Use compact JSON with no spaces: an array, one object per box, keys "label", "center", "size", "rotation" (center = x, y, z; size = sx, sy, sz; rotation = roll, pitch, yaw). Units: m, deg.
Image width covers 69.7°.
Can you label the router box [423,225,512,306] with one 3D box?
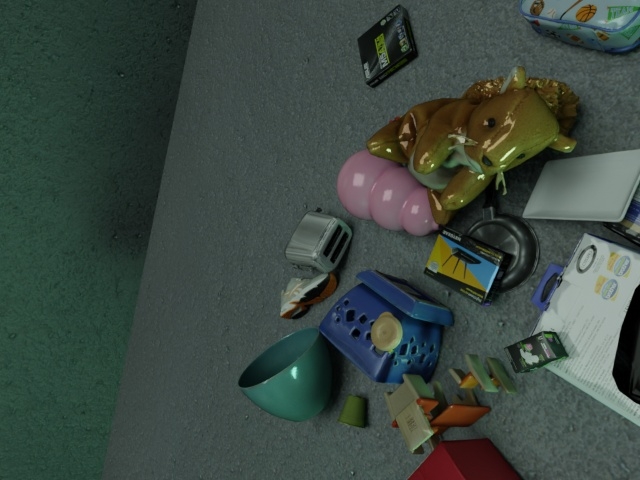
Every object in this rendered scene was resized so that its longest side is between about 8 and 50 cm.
[{"label":"router box","center":[0.348,0.059,1.102],"size":[0.179,0.046,0.133],"rotation":[32,108,46]}]

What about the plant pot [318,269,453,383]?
[{"label":"plant pot","center":[0.179,0.212,1.177],"size":[0.236,0.236,0.212],"rotation":[36,102,45]}]

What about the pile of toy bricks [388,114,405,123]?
[{"label":"pile of toy bricks","center":[0.283,-0.282,1.282],"size":[0.105,0.118,0.212],"rotation":[-28,46,2]}]

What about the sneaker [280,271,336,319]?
[{"label":"sneaker","center":[-0.056,0.157,1.532],"size":[0.262,0.099,0.121],"rotation":[-39,51,33]}]

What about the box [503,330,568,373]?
[{"label":"box","center":[0.399,0.207,0.852],"size":[0.083,0.062,0.052],"rotation":[-39,55,36]}]

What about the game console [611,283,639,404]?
[{"label":"game console","center":[0.623,0.181,0.638],"size":[0.361,0.044,0.213],"rotation":[15,94,47]}]

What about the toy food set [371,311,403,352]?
[{"label":"toy food set","center":[0.149,0.209,1.039],"size":[0.083,0.020,0.083],"rotation":[40,99,41]}]

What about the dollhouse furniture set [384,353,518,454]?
[{"label":"dollhouse furniture set","center":[0.274,0.384,1.015],"size":[0.262,0.259,0.135],"rotation":[-54,38,26]}]

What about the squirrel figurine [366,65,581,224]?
[{"label":"squirrel figurine","center":[0.365,-0.247,0.984],"size":[0.397,0.281,0.370],"rotation":[-40,6,-16]}]

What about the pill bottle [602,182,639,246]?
[{"label":"pill bottle","center":[0.639,-0.089,0.837],"size":[0.123,0.122,0.219],"rotation":[46,113,42]}]

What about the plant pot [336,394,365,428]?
[{"label":"plant pot","center":[0.096,0.486,1.316],"size":[0.083,0.083,0.079],"rotation":[-1,69,46]}]

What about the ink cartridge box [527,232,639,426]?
[{"label":"ink cartridge box","center":[0.568,0.161,0.833],"size":[0.395,0.151,0.270],"rotation":[33,106,43]}]

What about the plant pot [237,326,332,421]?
[{"label":"plant pot","center":[-0.076,0.427,1.395],"size":[0.290,0.290,0.195],"rotation":[-25,100,40]}]

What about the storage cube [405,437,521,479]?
[{"label":"storage cube","center":[0.314,0.560,0.973],"size":[0.184,0.215,0.193],"rotation":[-59,40,20]}]

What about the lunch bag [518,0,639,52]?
[{"label":"lunch bag","center":[0.608,-0.550,0.984],"size":[0.303,0.115,0.243],"rotation":[45,111,43]}]

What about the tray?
[{"label":"tray","center":[0.533,-0.103,0.934],"size":[0.145,0.030,0.270],"rotation":[-64,13,-1]}]

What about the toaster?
[{"label":"toaster","center":[0.000,0.000,1.468],"size":[0.146,0.129,0.227],"rotation":[12,65,43]}]

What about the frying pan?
[{"label":"frying pan","center":[0.433,-0.034,1.099],"size":[0.197,0.053,0.326],"rotation":[18,98,47]}]

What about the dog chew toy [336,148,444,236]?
[{"label":"dog chew toy","center":[0.200,-0.121,1.259],"size":[0.332,0.206,0.207],"rotation":[34,106,36]}]

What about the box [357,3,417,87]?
[{"label":"box","center":[0.208,-0.617,1.465],"size":[0.184,0.045,0.191],"rotation":[-24,64,38]}]
